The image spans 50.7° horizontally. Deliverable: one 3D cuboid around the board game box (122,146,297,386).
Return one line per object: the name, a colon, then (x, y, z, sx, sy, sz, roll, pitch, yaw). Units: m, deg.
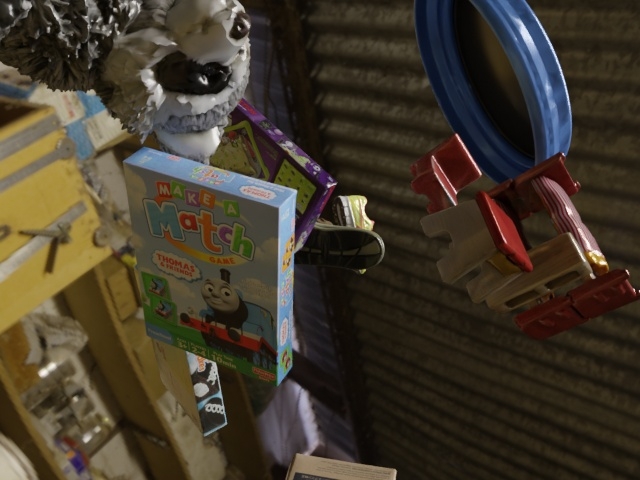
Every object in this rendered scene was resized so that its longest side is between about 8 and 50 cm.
board game box: (-0.102, 0.029, 0.645, 0.160, 0.039, 0.211, 17, -54, 19)

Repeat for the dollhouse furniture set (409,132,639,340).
dollhouse furniture set: (0.248, -0.023, 0.823, 0.152, 0.374, 0.201, -29, -121, 21)

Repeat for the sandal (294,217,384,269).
sandal: (0.001, 0.002, 1.567, 0.302, 0.086, 0.120, 14, -73, 12)

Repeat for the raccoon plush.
raccoon plush: (-0.265, -0.233, 0.665, 0.446, 0.216, 0.299, 23, -14, 34)

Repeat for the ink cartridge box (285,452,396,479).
ink cartridge box: (0.035, 0.521, 1.239, 0.193, 0.088, 0.235, 4, -65, 10)

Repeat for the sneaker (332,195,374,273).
sneaker: (0.099, -0.017, 1.701, 0.081, 0.094, 0.209, 18, -59, 61)

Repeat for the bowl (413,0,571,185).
bowl: (0.283, -0.270, 1.136, 0.391, 0.077, 0.391, 63, -3, 7)

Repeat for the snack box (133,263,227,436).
snack box: (-0.268, 0.205, 1.303, 0.187, 0.060, 0.322, 37, -38, 41)

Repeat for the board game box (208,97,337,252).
board game box: (-0.136, -0.154, 1.420, 0.347, 0.056, 0.208, 43, -51, 14)
